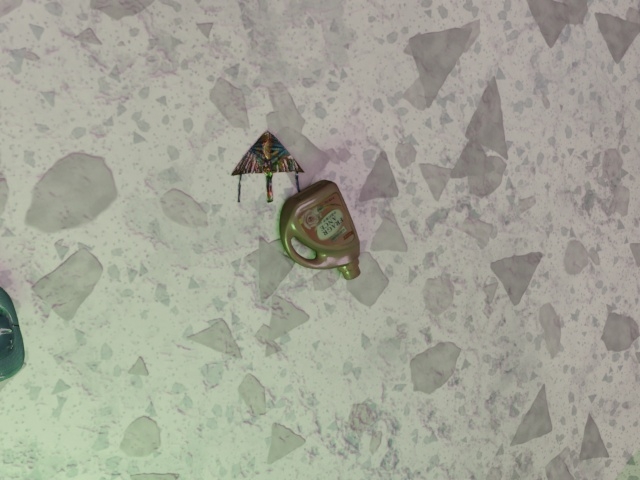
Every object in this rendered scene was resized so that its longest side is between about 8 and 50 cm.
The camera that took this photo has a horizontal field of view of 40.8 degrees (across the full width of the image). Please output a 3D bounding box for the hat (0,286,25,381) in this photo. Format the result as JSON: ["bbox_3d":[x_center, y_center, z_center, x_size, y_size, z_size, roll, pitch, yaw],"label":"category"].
[{"bbox_3d":[-0.621,0.171,1.574,0.138,0.078,0.190,-17,86,-37],"label":"hat"}]

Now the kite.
[{"bbox_3d":[-0.112,-0.161,1.880,0.183,0.010,0.160,-6,100,-31],"label":"kite"}]

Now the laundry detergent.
[{"bbox_3d":[0.000,0.000,1.935,0.171,0.076,0.237,-31,115,-20],"label":"laundry detergent"}]
